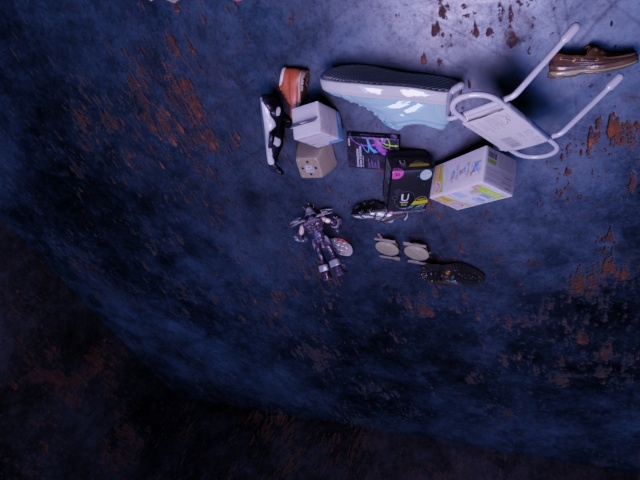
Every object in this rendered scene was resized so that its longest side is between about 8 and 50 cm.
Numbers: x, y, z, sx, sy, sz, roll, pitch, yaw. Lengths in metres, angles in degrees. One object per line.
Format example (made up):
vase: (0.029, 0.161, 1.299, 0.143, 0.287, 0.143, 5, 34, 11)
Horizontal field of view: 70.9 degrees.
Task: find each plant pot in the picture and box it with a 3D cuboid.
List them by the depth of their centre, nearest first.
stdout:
plant pot: (-0.021, -0.254, 1.410, 0.108, 0.096, 0.109, 2, 133, 23)

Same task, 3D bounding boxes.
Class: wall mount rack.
wall mount rack: (0.468, -0.312, 1.011, 0.349, 0.131, 0.304, 18, 164, -34)

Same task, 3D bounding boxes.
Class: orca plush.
orca plush: (-0.122, -0.327, 1.382, 0.102, 0.151, 0.287, -11, 133, -8)

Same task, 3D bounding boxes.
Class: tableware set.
tableware set: (0.292, 0.025, 1.600, 0.194, 0.039, 0.128, 9, 149, 25)

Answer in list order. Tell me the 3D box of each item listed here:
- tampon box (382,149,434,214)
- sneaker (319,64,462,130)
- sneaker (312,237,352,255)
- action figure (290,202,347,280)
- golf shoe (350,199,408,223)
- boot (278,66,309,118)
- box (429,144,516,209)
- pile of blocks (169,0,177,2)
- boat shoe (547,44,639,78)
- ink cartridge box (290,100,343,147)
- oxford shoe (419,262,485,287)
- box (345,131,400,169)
tampon box: (0.255, -0.173, 1.335, 0.120, 0.102, 0.161, -5, 135, -3)
sneaker: (0.172, -0.359, 1.183, 0.365, 0.135, 0.150, 14, 133, 12)
sneaker: (0.047, 0.022, 1.709, 0.157, 0.061, 0.065, 19, 165, 7)
action figure: (0.000, 0.000, 1.624, 0.185, 0.099, 0.285, -18, 96, 23)
golf shoe: (0.196, -0.087, 1.498, 0.198, 0.077, 0.094, -5, 131, 31)
boot: (-0.082, -0.422, 1.300, 0.084, 0.059, 0.158, 18, 130, 11)
box: (0.412, -0.165, 1.229, 0.114, 0.103, 0.203, 18, 165, -24)
pile of blocks: (-0.470, -0.755, 1.089, 0.148, 0.113, 0.362, -13, 127, 35)
boat shoe: (0.602, -0.401, 0.994, 0.177, 0.064, 0.060, -2, 114, 20)
ink cartridge box: (-0.013, -0.330, 1.278, 0.092, 0.143, 0.090, -8, 85, 31)
oxford shoe: (0.467, 0.123, 1.604, 0.227, 0.083, 0.096, 8, 169, 5)
box: (0.159, -0.269, 1.362, 0.162, 0.029, 0.116, 9, 137, 18)
